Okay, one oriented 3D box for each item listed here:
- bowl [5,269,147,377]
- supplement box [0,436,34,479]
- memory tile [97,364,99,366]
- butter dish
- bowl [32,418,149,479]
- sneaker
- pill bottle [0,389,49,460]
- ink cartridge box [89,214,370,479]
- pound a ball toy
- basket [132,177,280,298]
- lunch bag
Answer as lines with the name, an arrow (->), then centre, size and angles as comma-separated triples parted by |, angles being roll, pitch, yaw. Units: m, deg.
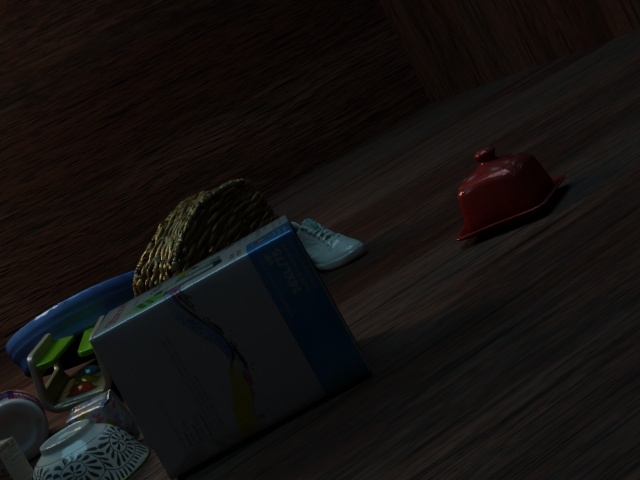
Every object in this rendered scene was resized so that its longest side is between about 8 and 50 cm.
bowl -> -0.472, 0.178, 2.290 | 0.391, 0.077, 0.391 | -27, -9, -5
supplement box -> -0.431, 0.327, 1.490 | 0.062, 0.098, 0.036 | -22, 10, 39
memory tile -> -0.428, 0.248, 2.277 | 0.113, 0.012, 0.148 | -28, 8, 6
butter dish -> 0.273, -0.088, 1.641 | 0.160, 0.118, 0.160 | -23, 11, 32
bowl -> -0.320, 0.289, 1.420 | 0.170, 0.080, 0.170 | -29, 8, 5
sneaker -> 0.000, 0.000, 2.052 | 0.080, 0.094, 0.212 | -31, 19, -32
pill bottle -> -0.527, 0.315, 1.850 | 0.108, 0.108, 0.193 | -31, 9, -15
ink cartridge box -> -0.110, 0.123, 1.325 | 0.270, 0.197, 0.198 | -29, 8, -1
pound a ball toy -> -0.401, 0.223, 1.954 | 0.208, 0.136, 0.319 | -18, 7, -6
basket -> -0.235, 0.038, 2.024 | 0.223, 0.213, 0.299 | -19, 27, 43
lunch bag -> -0.304, 0.264, 1.516 | 0.071, 0.083, 0.053 | -25, 24, 17
